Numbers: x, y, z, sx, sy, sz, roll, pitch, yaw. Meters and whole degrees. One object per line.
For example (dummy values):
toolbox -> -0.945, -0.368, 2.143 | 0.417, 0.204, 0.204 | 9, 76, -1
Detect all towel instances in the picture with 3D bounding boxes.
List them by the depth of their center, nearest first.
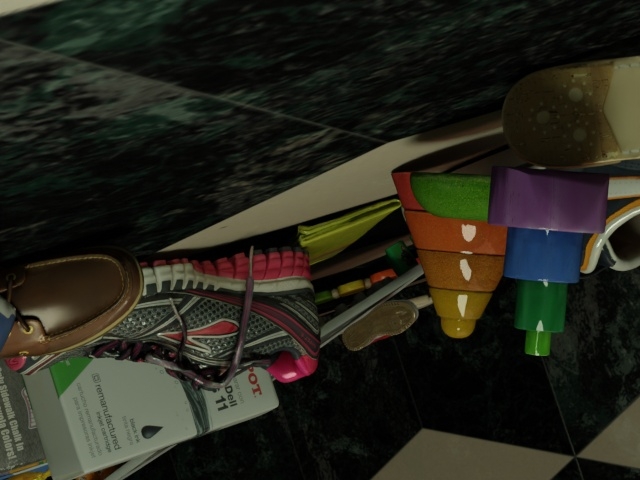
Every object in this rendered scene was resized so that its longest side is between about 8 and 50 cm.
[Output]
towel -> 0.000, 0.000, 1.277 | 0.102, 0.021, 0.237 | -22, 175, -16

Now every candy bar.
candy bar -> -0.339, 0.253, 1.314 | 0.161, 0.018, 0.040 | -17, 171, -7

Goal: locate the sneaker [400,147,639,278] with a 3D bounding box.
sneaker -> 0.196, -0.025, 1.104 | 0.126, 0.128, 0.321 | -15, 176, -40

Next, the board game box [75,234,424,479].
board game box -> -0.077, 0.148, 1.607 | 0.390, 0.050, 0.390 | -29, 172, -45

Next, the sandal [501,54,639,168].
sandal -> 0.219, -0.088, 0.733 | 0.240, 0.088, 0.079 | -13, 178, 8

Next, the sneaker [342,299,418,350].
sneaker -> 0.085, 0.094, 1.605 | 0.118, 0.042, 0.067 | -29, 176, 41

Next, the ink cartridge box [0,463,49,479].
ink cartridge box -> -0.494, 0.254, 1.524 | 0.395, 0.151, 0.270 | -18, 175, -14

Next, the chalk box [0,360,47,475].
chalk box -> -0.322, 0.167, 1.308 | 0.213, 0.132, 0.132 | -14, 173, -26

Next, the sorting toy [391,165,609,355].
sorting toy -> 0.116, 0.017, 0.890 | 0.127, 0.126, 0.365 | 4, -178, -3

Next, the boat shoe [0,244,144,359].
boat shoe -> -0.200, 0.048, 0.855 | 0.177, 0.064, 0.060 | -16, 177, 10

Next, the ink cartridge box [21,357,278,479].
ink cartridge box -> -0.161, 0.118, 1.231 | 0.208, 0.153, 0.087 | -16, 173, -33

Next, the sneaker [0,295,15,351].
sneaker -> -0.296, 0.149, 0.786 | 0.127, 0.182, 0.315 | 21, 148, -32

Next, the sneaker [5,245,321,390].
sneaker -> -0.116, 0.074, 1.095 | 0.299, 0.112, 0.121 | -6, 169, -38

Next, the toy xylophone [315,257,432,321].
toy xylophone -> 0.060, 0.086, 1.991 | 0.322, 0.081, 0.236 | -17, 175, -7
